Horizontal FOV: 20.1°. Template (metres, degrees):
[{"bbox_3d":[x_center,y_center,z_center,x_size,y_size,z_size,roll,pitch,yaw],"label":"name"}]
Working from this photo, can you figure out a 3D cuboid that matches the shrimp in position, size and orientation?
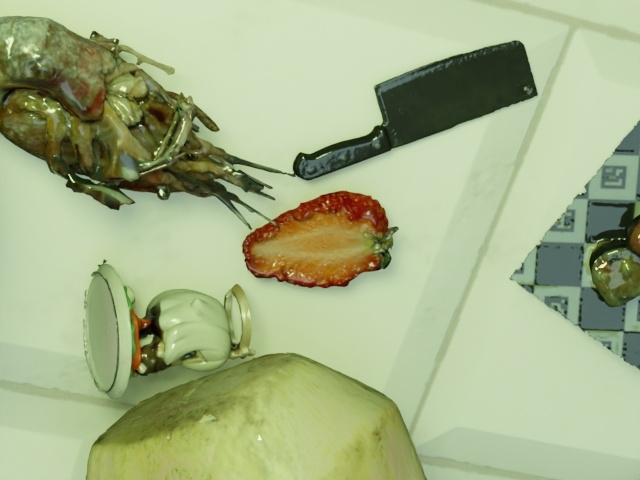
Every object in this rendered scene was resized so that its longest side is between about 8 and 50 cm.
[{"bbox_3d":[-0.166,-0.105,1.606,0.343,0.116,0.145,26,124,-23],"label":"shrimp"}]

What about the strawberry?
[{"bbox_3d":[0.000,-0.002,1.735,0.152,0.048,0.104,-2,126,5],"label":"strawberry"}]

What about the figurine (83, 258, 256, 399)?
[{"bbox_3d":[-0.138,0.079,1.719,0.153,0.132,0.132,-4,119,-23],"label":"figurine"}]

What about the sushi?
[{"bbox_3d":[0.344,0.021,1.784,0.219,0.047,0.231,35,107,-10],"label":"sushi"}]

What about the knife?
[{"bbox_3d":[0.083,-0.125,1.704,0.245,0.019,0.072,-22,116,-3],"label":"knife"}]

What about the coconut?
[{"bbox_3d":[-0.048,0.285,1.719,0.352,0.352,0.352,-5,119,-9],"label":"coconut"}]
